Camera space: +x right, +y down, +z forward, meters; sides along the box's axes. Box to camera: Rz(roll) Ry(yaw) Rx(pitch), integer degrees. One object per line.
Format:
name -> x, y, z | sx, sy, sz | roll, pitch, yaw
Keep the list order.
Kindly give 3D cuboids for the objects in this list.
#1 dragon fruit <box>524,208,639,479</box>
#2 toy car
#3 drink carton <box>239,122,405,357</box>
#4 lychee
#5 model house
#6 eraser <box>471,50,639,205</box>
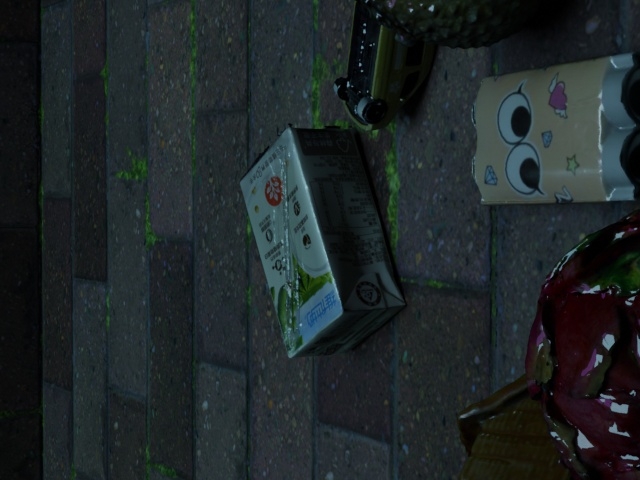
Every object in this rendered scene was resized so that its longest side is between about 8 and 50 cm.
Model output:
dragon fruit -> 0.355, 0.116, 1.280 | 0.329, 0.329, 0.329 | 3, 93, 60
toy car -> 0.103, -0.289, 1.895 | 0.101, 0.124, 0.256 | 50, 142, 48
drink carton -> 0.000, -0.001, 2.070 | 0.194, 0.132, 0.324 | -44, 55, 51
lychee -> 0.170, -0.360, 1.637 | 0.255, 0.255, 0.274 | 59, 134, 41
model house -> 0.264, 0.275, 1.590 | 0.220, 0.199, 0.229 | 11, 57, 31
eraser -> 0.299, -0.129, 1.585 | 0.290, 0.087, 0.171 | 1, 93, 61
